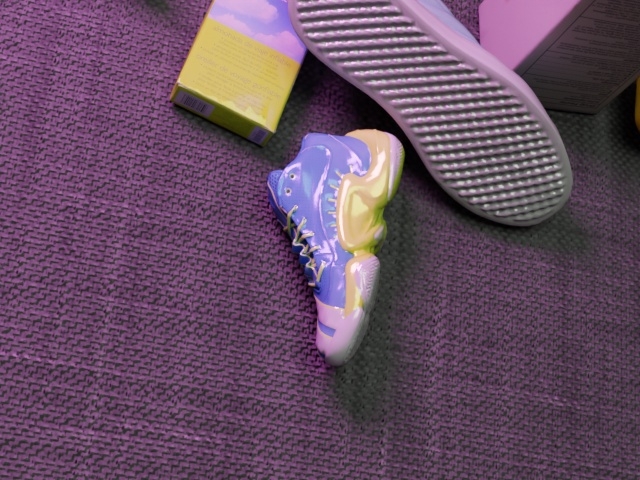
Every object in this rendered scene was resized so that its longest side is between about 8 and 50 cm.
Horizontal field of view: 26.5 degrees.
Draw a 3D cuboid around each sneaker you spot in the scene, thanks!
[{"bbox_3d":[0.121,-0.172,1.370,0.366,0.135,0.150,44,26,-21],"label":"sneaker"},{"bbox_3d":[0.000,0.000,1.299,0.126,0.091,0.240,12,65,5],"label":"sneaker"}]

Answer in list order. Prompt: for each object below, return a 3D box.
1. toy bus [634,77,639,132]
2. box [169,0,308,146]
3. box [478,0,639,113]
[{"bbox_3d":[0.504,-0.166,1.402,0.130,0.332,0.108,32,58,-39],"label":"toy bus"},{"bbox_3d":[-0.069,-0.194,1.359,0.109,0.042,0.178,26,62,-10],"label":"box"},{"bbox_3d":[0.286,-0.250,1.359,0.148,0.311,0.121,5,68,-19],"label":"box"}]
